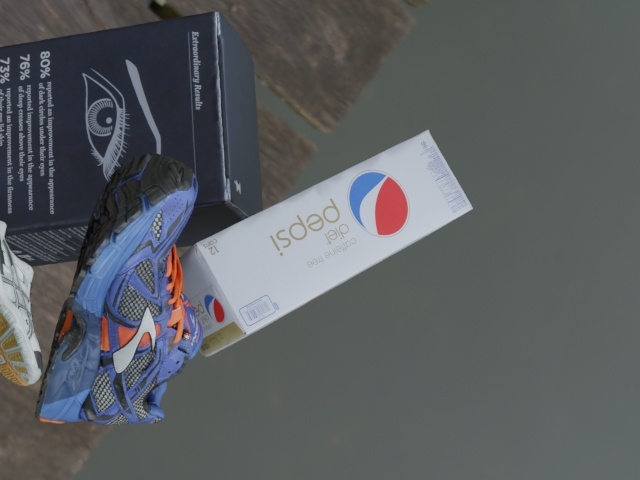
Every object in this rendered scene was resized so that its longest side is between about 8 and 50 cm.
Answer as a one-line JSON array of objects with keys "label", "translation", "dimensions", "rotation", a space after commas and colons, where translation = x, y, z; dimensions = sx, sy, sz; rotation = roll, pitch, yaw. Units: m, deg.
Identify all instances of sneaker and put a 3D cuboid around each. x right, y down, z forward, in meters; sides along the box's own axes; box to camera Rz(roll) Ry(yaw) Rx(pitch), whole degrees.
[{"label": "sneaker", "translation": [-0.108, 0.035, 0.721], "dimensions": [0.087, 0.083, 0.221], "rotation": [15, 134, -13]}, {"label": "sneaker", "translation": [-0.149, 0.028, 0.576], "dimensions": [0.037, 0.032, 0.083], "rotation": [-34, 105, -53]}]

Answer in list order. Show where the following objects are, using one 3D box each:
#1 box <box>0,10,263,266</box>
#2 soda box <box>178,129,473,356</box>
[{"label": "box", "translation": [-0.156, -0.073, 0.922], "dimensions": [0.207, 0.153, 0.108], "rotation": [-6, 165, 10]}, {"label": "soda box", "translation": [0.000, 0.000, 0.836], "dimensions": [0.216, 0.069, 0.074], "rotation": [-27, 177, -33]}]
